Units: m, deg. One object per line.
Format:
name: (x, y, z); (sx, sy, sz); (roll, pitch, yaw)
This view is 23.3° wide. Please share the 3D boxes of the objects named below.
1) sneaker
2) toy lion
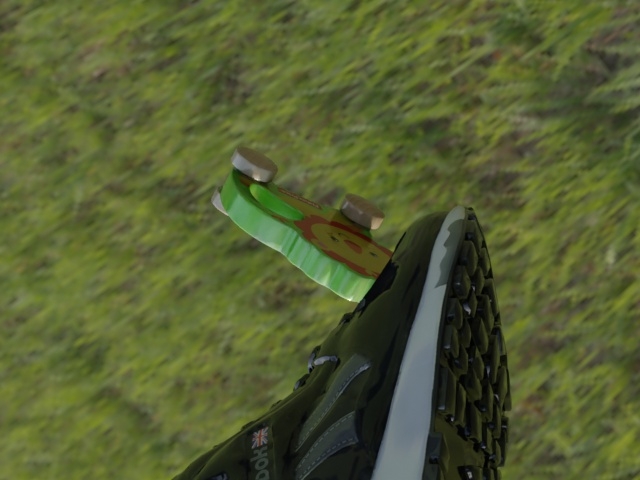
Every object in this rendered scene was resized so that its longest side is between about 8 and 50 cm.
sneaker: (-0.003, 0.084, 0.587); (0.124, 0.283, 0.107); (-3, 127, 18)
toy lion: (0.000, 0.000, 0.753); (0.100, 0.096, 0.034); (24, 107, -17)
